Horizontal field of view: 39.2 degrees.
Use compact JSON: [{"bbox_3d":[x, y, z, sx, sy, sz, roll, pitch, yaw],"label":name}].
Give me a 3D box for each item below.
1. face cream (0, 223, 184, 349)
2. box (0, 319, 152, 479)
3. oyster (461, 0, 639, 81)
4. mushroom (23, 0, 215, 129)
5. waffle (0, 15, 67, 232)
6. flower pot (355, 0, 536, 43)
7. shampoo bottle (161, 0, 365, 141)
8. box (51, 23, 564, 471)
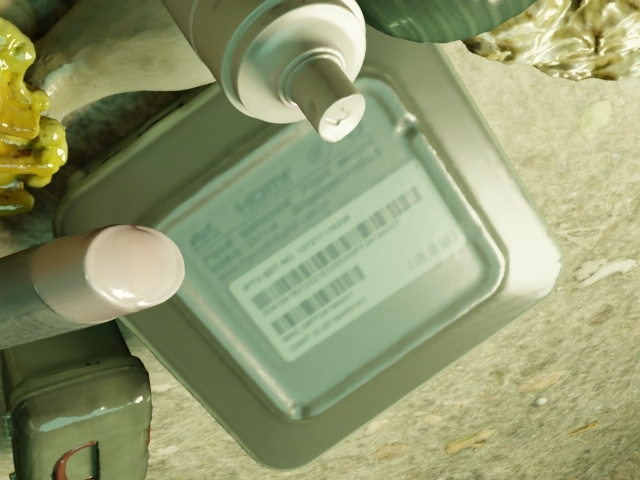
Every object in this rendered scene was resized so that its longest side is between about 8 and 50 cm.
[{"bbox_3d":[-0.240,0.047,0.731,0.269,0.073,0.107,-15,173,33],"label":"face cream"},{"bbox_3d":[-0.258,0.184,0.939,0.148,0.129,0.210,-13,141,-26],"label":"box"},{"bbox_3d":[0.272,-0.239,0.852,0.341,0.166,0.110,1,144,-15],"label":"oyster"},{"bbox_3d":[-0.139,-0.149,0.668,0.225,0.093,0.116,-23,133,-7],"label":"mushroom"},{"bbox_3d":[-0.331,-0.077,0.597,0.281,0.058,0.301,-39,133,22],"label":"waffle"},{"bbox_3d":[0.108,-0.254,0.647,0.243,0.189,0.157,-50,135,6],"label":"flower pot"},{"bbox_3d":[-0.056,-0.164,0.536,0.092,0.303,0.092,-21,144,-16],"label":"shampoo bottle"},{"bbox_3d":[0.000,0.000,0.827,0.367,0.090,0.373,-37,116,3],"label":"box"}]
